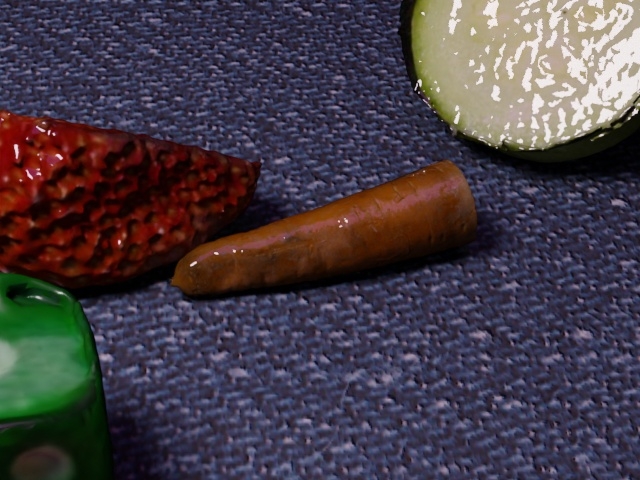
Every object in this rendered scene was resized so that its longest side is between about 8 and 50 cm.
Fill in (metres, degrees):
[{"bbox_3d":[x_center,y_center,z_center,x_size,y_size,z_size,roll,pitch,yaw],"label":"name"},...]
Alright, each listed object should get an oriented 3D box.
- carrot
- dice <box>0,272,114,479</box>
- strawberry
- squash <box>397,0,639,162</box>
[{"bbox_3d":[0.000,0.000,1.028,0.209,0.061,0.061,-16,41,-17],"label":"carrot"},{"bbox_3d":[-0.178,0.101,0.815,0.130,0.120,0.128,-9,39,-13],"label":"dice"},{"bbox_3d":[-0.167,-0.023,1.009,0.235,0.107,0.175,10,0,6],"label":"strawberry"},{"bbox_3d":[0.176,-0.149,1.172,0.220,0.133,0.220,-9,67,23],"label":"squash"}]
